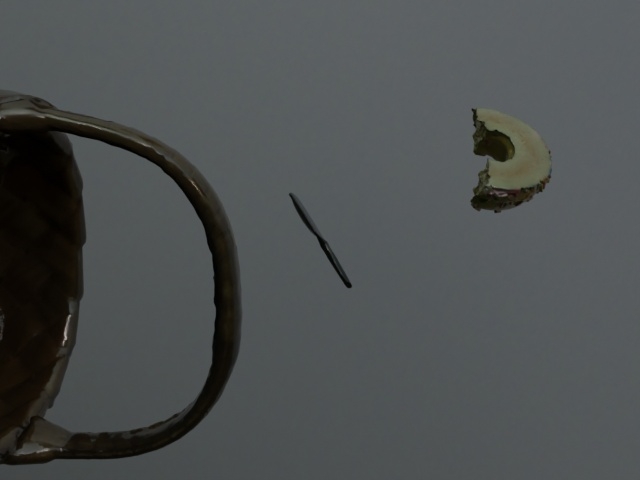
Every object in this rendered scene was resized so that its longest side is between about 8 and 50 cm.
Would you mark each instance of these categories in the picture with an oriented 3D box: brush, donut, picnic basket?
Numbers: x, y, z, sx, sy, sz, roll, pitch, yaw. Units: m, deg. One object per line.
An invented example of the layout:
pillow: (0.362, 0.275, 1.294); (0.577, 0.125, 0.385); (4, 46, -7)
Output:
brush: (0.000, 0.000, 1.503); (0.193, 0.016, 0.063); (56, 6, 19)
donut: (0.249, -0.101, 1.179); (0.108, 0.166, 0.065); (10, -41, -8)
picnic basket: (-0.213, 0.034, 0.679); (0.337, 0.337, 0.293); (12, -73, 35)
